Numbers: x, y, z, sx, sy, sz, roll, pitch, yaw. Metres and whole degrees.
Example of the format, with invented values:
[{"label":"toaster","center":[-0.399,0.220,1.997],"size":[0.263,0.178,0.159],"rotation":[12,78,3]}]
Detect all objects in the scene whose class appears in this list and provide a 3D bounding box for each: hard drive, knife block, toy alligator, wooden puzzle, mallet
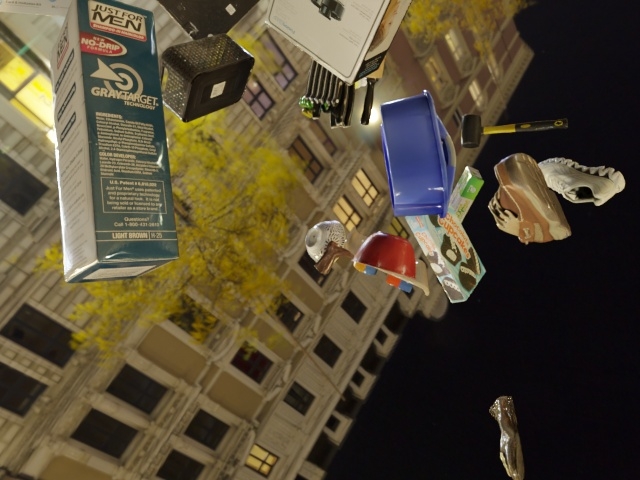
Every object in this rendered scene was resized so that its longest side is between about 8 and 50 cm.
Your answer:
[{"label":"hard drive","center":[-0.311,-0.775,1.460],"size":[0.339,0.237,0.064],"rotation":[-42,-150,8]},{"label":"knife block","center":[0.070,-0.352,0.901],"size":[0.088,0.242,0.275],"rotation":[25,-109,38]},{"label":"toy alligator","center":[-0.012,-0.340,1.207],"size":[0.056,0.051,0.190],"rotation":[-60,-151,2]},{"label":"wooden puzzle","center":[0.246,0.086,1.838],"size":[0.080,0.348,0.322],"rotation":[-63,177,17]},{"label":"mallet","center":[0.362,-0.222,0.920],"size":[0.190,0.039,0.062],"rotation":[-7,-101,25]}]

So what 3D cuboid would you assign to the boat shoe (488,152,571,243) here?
[{"label":"boat shoe","center":[0.389,-0.059,0.935],"size":[0.116,0.324,0.123],"rotation":[-22,-121,29]}]

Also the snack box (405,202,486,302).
[{"label":"snack box","center":[0.408,0.015,1.562],"size":[0.060,0.322,0.187],"rotation":[-22,-168,45]}]

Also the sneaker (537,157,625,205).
[{"label":"sneaker","center":[0.803,-0.187,1.561],"size":[0.118,0.110,0.292],"rotation":[-44,-147,-13]}]

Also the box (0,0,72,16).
[{"label":"box","center":[-0.440,-0.403,0.745],"size":[0.186,0.145,0.038],"rotation":[-22,157,-45]}]

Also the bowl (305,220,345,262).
[{"label":"bowl","center":[0.000,0.000,1.693],"size":[0.170,0.080,0.170],"rotation":[-25,-124,43]}]

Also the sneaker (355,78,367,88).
[{"label":"sneaker","center":[0.036,-0.472,1.246],"size":[0.094,0.208,0.081],"rotation":[-33,-159,2]}]

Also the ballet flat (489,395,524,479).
[{"label":"ballet flat","center":[0.409,0.431,1.074],"size":[0.058,0.084,0.250],"rotation":[-10,-164,19]}]

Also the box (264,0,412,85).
[{"label":"box","center":[0.050,-0.373,0.619],"size":[0.087,0.169,0.290],"rotation":[-43,167,-43]}]

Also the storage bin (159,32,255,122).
[{"label":"storage bin","center":[-0.232,-0.330,0.983],"size":[0.180,0.084,0.122],"rotation":[-40,169,-43]}]

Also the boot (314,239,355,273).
[{"label":"boot","center":[0.047,0.072,1.621],"size":[0.114,0.106,0.037],"rotation":[-60,-174,-7]}]

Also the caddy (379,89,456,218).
[{"label":"caddy","center":[0.262,-0.220,1.271],"size":[0.179,0.241,0.341],"rotation":[-8,-104,6]}]

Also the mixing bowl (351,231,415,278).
[{"label":"mixing bowl","center":[0.185,0.034,1.322],"size":[0.181,0.181,0.098],"rotation":[15,-92,49]}]

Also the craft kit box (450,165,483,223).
[{"label":"craft kit box","center":[0.528,-0.145,1.844],"size":[0.246,0.061,0.249],"rotation":[-60,174,-70]}]

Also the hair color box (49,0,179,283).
[{"label":"hair color box","center":[-0.289,-0.127,0.665],"size":[0.174,0.105,0.347],"rotation":[-18,-102,49]}]
